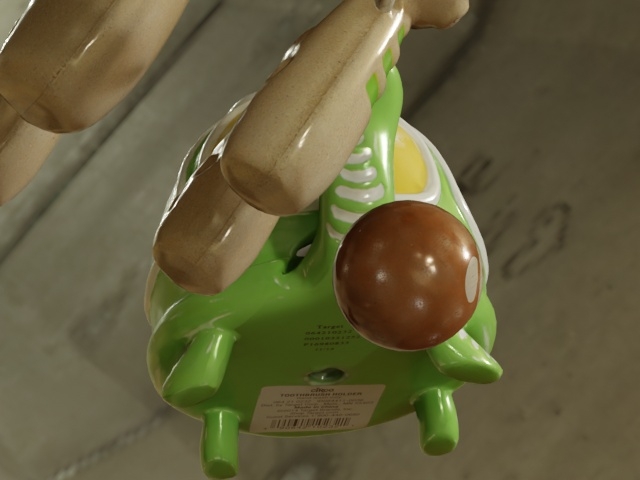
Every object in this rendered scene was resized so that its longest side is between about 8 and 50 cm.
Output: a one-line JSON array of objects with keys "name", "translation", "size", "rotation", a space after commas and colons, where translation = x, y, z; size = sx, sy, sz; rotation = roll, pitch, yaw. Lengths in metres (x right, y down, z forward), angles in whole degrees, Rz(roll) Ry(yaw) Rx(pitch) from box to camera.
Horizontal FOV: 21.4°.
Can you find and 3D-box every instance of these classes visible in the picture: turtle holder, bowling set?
[{"name": "turtle holder", "translation": [-0.015, 0.007, 1.141], "size": [0.243, 0.320, 0.227], "rotation": [-15, -119, 17]}, {"name": "bowling set", "translation": [-0.010, -0.064, 0.628], "size": [0.154, 0.200, 0.287], "rotation": [-56, -169, -26]}]
